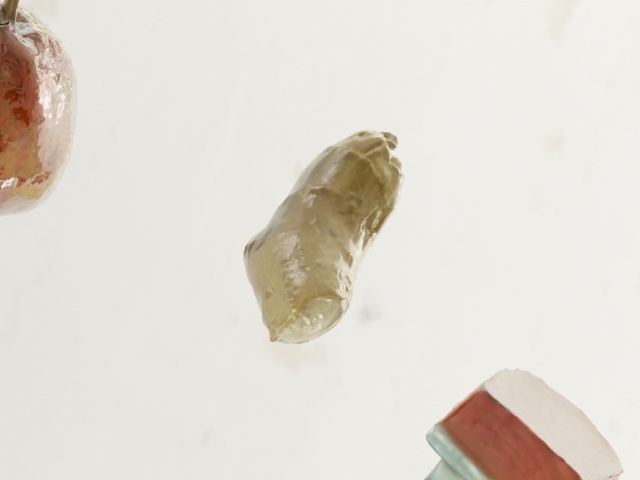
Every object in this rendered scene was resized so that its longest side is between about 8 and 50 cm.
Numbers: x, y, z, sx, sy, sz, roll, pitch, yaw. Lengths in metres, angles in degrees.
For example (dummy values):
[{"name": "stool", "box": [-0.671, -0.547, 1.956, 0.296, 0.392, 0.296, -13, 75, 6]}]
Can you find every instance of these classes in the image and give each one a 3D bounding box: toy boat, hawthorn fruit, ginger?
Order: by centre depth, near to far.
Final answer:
[{"name": "ginger", "box": [0.001, -0.001, 1.269, 0.069, 0.095, 0.190, 44, -122, -23]}, {"name": "toy boat", "box": [0.153, 0.193, 1.436, 0.145, 0.133, 0.332, 42, -171, 14]}, {"name": "hawthorn fruit", "box": [-0.319, -0.145, 1.664, 0.210, 0.262, 0.210, 12, -137, -12]}]
